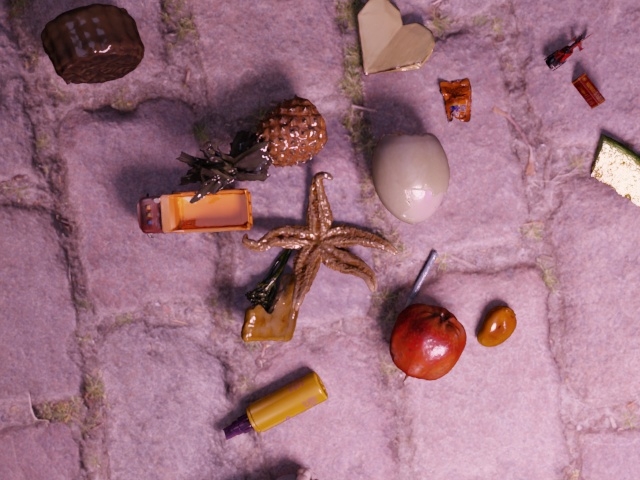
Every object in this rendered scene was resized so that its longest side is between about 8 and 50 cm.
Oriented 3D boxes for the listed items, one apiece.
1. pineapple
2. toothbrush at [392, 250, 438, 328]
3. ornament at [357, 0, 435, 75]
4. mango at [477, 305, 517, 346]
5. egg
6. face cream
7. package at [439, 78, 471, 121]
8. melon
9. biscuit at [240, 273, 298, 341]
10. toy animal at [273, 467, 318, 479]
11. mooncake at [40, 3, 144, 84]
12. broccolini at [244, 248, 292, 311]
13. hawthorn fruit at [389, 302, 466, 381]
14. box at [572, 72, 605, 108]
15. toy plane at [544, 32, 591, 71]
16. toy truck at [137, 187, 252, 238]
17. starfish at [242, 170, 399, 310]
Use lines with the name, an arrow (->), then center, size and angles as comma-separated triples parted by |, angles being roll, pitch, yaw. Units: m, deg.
pineapple -> -0.158, -0.200, 1.651 | 0.364, 0.165, 0.165 | -31, 89, -16
toothbrush -> 0.233, 0.124, 1.745 | 0.016, 0.019, 0.219 | 30, 93, 7
ornament -> 0.160, -0.477, 1.720 | 0.201, 0.059, 0.180 | 39, 94, 4
mango -> 0.427, 0.210, 1.716 | 0.080, 0.060, 0.114 | 42, 91, -14
egg -> 0.211, -0.146, 1.662 | 0.183, 0.183, 0.217 | -2, 99, 3
face cream -> -0.117, 0.417, 1.743 | 0.273, 0.078, 0.078 | -28, 90, 3
package -> 0.331, -0.341, 1.722 | 0.077, 0.033, 0.110 | -4, 86, 13
melon -> 0.749, -0.140, 1.696 | 0.262, 0.053, 0.114 | 44, 101, 2
biscuit -> -0.114, 0.164, 1.701 | 0.039, 0.183, 0.174 | 15, 97, 38
toy animal -> -0.085, 0.648, 1.704 | 0.204, 0.156, 0.208 | -19, 128, 6
mooncake -> -0.532, -0.452, 1.674 | 0.228, 0.228, 0.124 | -22, 85, 4
broccolini -> -0.119, 0.080, 1.745 | 0.074, 0.058, 0.201 | 25, 90, 16
hawthorn fruit -> 0.246, 0.254, 1.678 | 0.179, 0.179, 0.200 | 21, 109, 3
box -> 0.642, -0.358, 1.694 | 0.023, 0.051, 0.082 | -37, 89, 2
toy plane -> 0.589, -0.451, 1.693 | 0.145, 0.060, 0.037 | -36, 89, -12
toy truck -> -0.300, -0.067, 1.713 | 0.270, 0.135, 0.114 | -3, 92, 3
starfish -> -0.001, -0.001, 1.716 | 0.375, 0.094, 0.327 | -7, 84, -5
